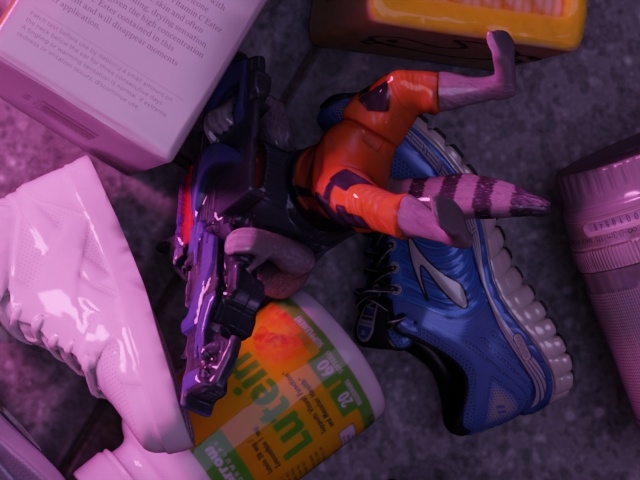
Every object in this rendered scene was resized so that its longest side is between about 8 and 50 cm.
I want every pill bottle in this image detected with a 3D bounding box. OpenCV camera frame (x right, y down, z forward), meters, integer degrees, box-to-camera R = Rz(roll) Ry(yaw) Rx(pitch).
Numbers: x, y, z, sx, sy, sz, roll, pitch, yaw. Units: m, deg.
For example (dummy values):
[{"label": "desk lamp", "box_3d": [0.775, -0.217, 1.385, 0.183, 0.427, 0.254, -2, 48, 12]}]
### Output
[{"label": "pill bottle", "box_3d": [-0.079, 0.161, 1.640, 0.246, 0.136, 0.136, -36, 98, -12]}]

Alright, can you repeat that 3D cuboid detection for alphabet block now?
[{"label": "alphabet block", "box_3d": [0.111, -0.256, 1.663, 0.192, 0.197, 0.193, 5, 88, -14]}]

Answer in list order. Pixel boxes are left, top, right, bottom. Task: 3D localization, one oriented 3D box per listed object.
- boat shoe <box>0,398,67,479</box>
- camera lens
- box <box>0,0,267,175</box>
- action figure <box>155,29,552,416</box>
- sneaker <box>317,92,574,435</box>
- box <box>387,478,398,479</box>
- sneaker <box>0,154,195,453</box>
[{"label": "boat shoe", "box_3d": [-0.272, 0.179, 1.610, 0.109, 0.094, 0.302, -31, 100, 13]}, {"label": "camera lens", "box_3d": [0.345, 0.035, 1.707, 0.219, 0.219, 0.274, -23, 95, -13]}, {"label": "box", "box_3d": [-0.122, -0.244, 1.594, 0.168, 0.215, 0.345, 32, 81, -11]}, {"label": "action figure", "box_3d": [0.000, 0.000, 1.568, 0.178, 0.330, 0.341, 35, 52, -38]}, {"label": "sneaker", "box_3d": [0.084, 0.023, 1.688, 0.147, 0.130, 0.330, -31, 94, -12]}, {"label": "box", "box_3d": [0.145, 0.320, 1.679, 0.203, 0.168, 0.167, 21, 85, -14]}, {"label": "sneaker", "box_3d": [-0.215, 0.075, 1.575, 0.169, 0.108, 0.292, -21, 53, -8]}]
